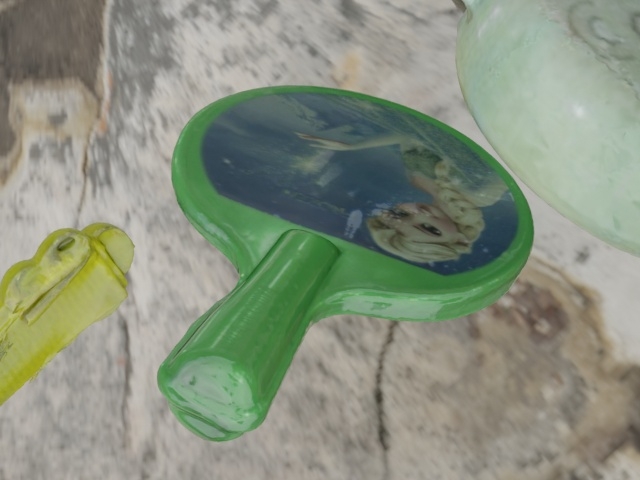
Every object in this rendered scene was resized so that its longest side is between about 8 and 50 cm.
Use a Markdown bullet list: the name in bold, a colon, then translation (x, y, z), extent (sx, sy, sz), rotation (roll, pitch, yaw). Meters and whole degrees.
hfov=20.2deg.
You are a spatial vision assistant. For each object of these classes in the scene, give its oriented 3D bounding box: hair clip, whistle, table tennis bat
- **hair clip**: translation (-0.169, 0.059, 1.008), extent (0.173, 0.046, 0.072), rotation (-51, 142, -14)
- **whistle**: translation (0.142, -0.020, 0.585), extent (0.258, 0.126, 0.067), rotation (31, 126, -6)
- **table tennis bat**: translation (0.000, 0.000, 0.744), extent (0.160, 0.257, 0.039), rotation (23, 125, 9)

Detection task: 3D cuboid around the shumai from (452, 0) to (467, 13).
- **shumai**: translation (0.247, -0.247, 0.962), extent (0.395, 0.395, 0.348), rotation (28, 128, -14)
